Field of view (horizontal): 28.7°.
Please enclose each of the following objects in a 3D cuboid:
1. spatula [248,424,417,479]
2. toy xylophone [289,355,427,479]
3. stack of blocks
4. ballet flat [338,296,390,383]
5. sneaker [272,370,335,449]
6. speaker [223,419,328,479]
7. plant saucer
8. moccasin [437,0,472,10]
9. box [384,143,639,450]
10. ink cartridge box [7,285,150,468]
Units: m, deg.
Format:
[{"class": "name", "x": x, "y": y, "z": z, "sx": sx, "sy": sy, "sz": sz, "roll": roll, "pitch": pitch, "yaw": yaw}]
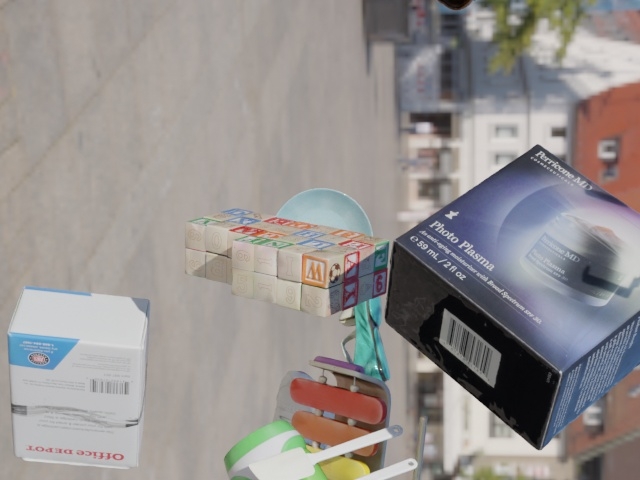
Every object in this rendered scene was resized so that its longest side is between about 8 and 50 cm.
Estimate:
[{"class": "spatula", "x": 0.042, "y": 0.339, "z": 1.699, "sx": 0.168, "sy": 0.242, "sz": 0.019, "roll": 55, "pitch": -36, "yaw": 34}, {"class": "toy xylophone", "x": 0.049, "y": 0.338, "z": 1.898, "sx": 0.081, "sy": 0.236, "sz": 0.322, "roll": 4, "pitch": 85, "yaw": -43}, {"class": "stack of blocks", "x": -0.066, "y": 0.028, "z": 1.904, "sx": 0.171, "sy": 0.297, "sz": 0.087, "roll": -17, "pitch": 114, "yaw": -54}, {"class": "ballet flat", "x": 0.078, "y": 0.170, "z": 2.417, "sx": 0.083, "sy": 0.087, "sz": 0.247, "roll": 59, "pitch": 22, "yaw": -55}, {"class": "sneaker", "x": -0.041, "y": 0.379, "z": 2.312, "sx": 0.152, "sy": 0.114, "sz": 0.305, "roll": -46, "pitch": 144, "yaw": -46}, {"class": "speaker", "x": -0.016, "y": 0.403, "z": 1.752, "sx": 0.296, "sy": 0.131, "sz": 0.131, "roll": 56, "pitch": -7, "yaw": 20}, {"class": "plant saucer", "x": 0.000, "y": 0.000, "z": 2.346, "sx": 0.037, "sy": 0.195, "sz": 0.195, "roll": 168, "pitch": -77, "yaw": -81}, {"class": "moccasin", "x": 0.186, "y": -0.432, "z": 1.867, "sx": 0.380, "sy": 0.139, "sz": 0.147, "roll": 31, "pitch": 71, "yaw": -83}, {"class": "box", "x": 0.293, "y": 0.064, "z": 1.682, "sx": 0.294, "sy": 0.296, "sz": 0.183, "roll": -33, "pitch": 146, "yaw": -29}, {"class": "ink cartridge box", "x": -0.416, "y": 0.242, "z": 2.177, "sx": 0.129, "sy": 0.223, "sz": 0.307, "roll": -89, "pitch": -174, "yaw": -51}]
